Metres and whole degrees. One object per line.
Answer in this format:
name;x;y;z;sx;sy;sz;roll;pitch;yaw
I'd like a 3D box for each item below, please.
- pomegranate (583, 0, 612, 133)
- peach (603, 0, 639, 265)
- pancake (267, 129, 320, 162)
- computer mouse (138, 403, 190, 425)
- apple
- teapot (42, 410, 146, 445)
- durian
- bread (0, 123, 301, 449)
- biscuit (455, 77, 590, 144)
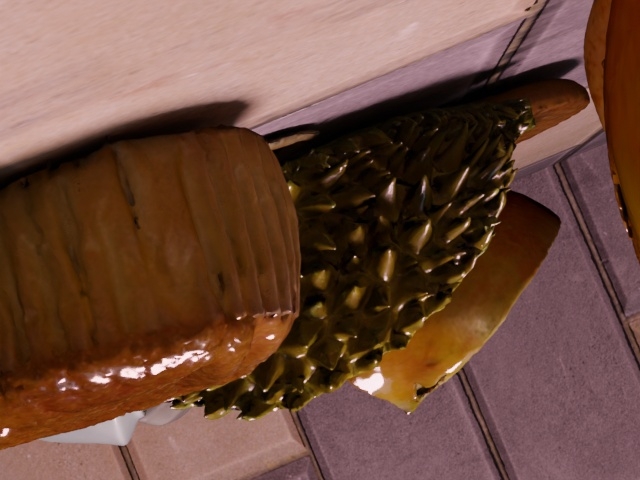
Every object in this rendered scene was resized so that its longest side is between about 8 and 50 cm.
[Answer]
pomegranate;0.225;-0.097;0.718;0.215;0.215;0.215;-23;177;-1
peach;0.267;-0.063;0.432;0.370;0.370;0.370;-23;177;-1
pancake;-0.051;-0.055;1.035;0.115;0.011;0.115;-24;178;-1
computer mouse;-0.132;0.069;1.423;0.197;0.095;0.331;-34;-161;-7
apple;0.074;0.036;1.277;0.254;0.179;0.346;1;-174;2
teapot;-0.223;0.095;1.226;0.159;0.159;0.232;-23;-163;2
durian;0.007;0.009;1.110;0.394;0.163;0.198;-36;-177;-12
bread;-0.123;0.032;0.865;0.227;0.142;0.253;-13;175;-20
biscuit;0.114;-0.088;1.330;0.262;0.037;0.262;-20;176;-1
